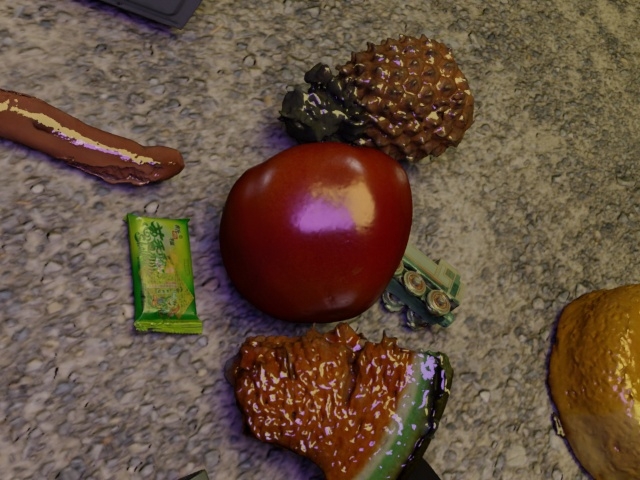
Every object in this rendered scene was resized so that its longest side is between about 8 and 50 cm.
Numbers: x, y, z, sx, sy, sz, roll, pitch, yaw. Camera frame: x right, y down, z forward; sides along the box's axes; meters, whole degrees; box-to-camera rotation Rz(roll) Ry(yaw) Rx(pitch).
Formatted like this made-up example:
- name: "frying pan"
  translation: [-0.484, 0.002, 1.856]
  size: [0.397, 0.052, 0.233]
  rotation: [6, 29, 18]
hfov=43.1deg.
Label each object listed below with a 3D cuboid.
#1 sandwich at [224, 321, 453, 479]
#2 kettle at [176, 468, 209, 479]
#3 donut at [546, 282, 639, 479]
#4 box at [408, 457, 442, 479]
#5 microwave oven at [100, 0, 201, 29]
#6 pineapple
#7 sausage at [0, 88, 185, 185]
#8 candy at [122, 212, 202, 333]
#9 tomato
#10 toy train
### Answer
- name: "sandwich"
  translation: [0.009, 0.223, 1.118]
  size: [0.301, 0.162, 0.250]
  rotation: [23, 83, 6]
- name: "kettle"
  translation: [-0.155, 0.367, 0.991]
  size: [0.098, 0.127, 0.148]
  rotation: [-25, 84, -6]
- name: "donut"
  translation: [0.622, 0.292, 1.479]
  size: [0.435, 0.163, 0.377]
  rotation: [41, 53, -11]
- name: "box"
  translation: [0.097, 0.394, 1.163]
  size: [0.201, 0.042, 0.212]
  rotation: [52, 52, -1]
- name: "microwave oven"
  translation: [-0.280, -0.546, 1.256]
  size: [0.286, 0.218, 0.355]
  rotation: [15, 60, -28]
- name: "pineapple"
  translation: [0.067, -0.215, 1.348]
  size: [0.357, 0.223, 0.223]
  rotation: [-19, 79, -29]
- name: "sausage"
  translation: [-0.337, -0.139, 1.117]
  size: [0.304, 0.078, 0.078]
  rotation: [19, 59, -23]
- name: "candy"
  translation: [-0.218, 0.044, 1.131]
  size: [0.102, 0.032, 0.178]
  rotation: [4, 66, -32]
- name: "tomato"
  translation: [0.000, 0.000, 1.146]
  size: [0.298, 0.298, 0.226]
  rotation: [-1, 70, -34]
- name: "toy train"
  translation: [0.147, 0.061, 1.338]
  size: [0.194, 0.081, 0.125]
  rotation: [39, 42, -8]
